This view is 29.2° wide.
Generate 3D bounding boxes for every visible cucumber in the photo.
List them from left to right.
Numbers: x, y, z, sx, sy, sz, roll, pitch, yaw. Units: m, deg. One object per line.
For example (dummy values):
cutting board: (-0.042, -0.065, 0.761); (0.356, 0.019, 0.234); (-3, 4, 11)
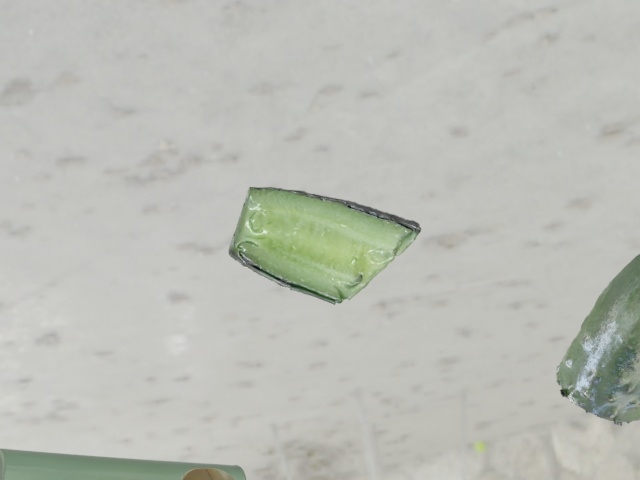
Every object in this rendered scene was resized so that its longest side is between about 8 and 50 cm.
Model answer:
cucumber: (0.000, 0.000, 1.365); (0.193, 0.115, 0.086); (16, -164, -11)
cucumber: (0.454, 0.134, 1.778); (0.105, 0.145, 0.325); (-10, 140, -32)

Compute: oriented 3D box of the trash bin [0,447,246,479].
trash bin: (-0.274, 0.381, 1.551); (0.344, 0.222, 0.158); (17, 156, -38)

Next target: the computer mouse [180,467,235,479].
computer mouse: (-0.114, 0.351, 1.362); (0.045, 0.199, 0.102); (-17, 161, 37)
